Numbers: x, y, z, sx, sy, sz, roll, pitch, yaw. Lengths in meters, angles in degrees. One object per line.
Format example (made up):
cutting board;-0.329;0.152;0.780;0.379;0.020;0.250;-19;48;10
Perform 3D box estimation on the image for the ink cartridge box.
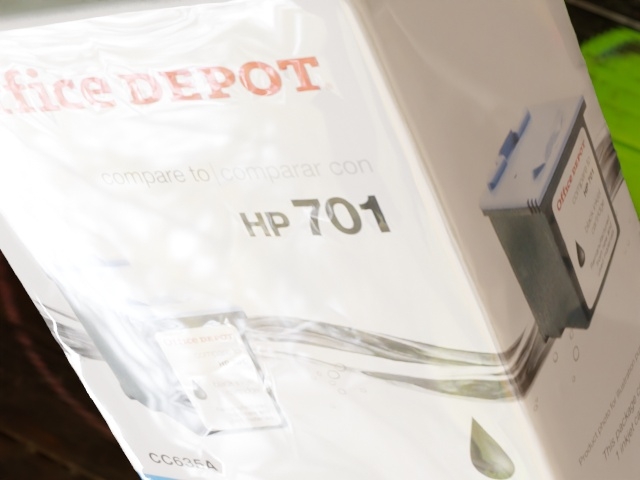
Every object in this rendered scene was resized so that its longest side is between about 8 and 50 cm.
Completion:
ink cartridge box;0.000;0.000;0.407;0.082;0.140;0.190;-56;-48;-39
